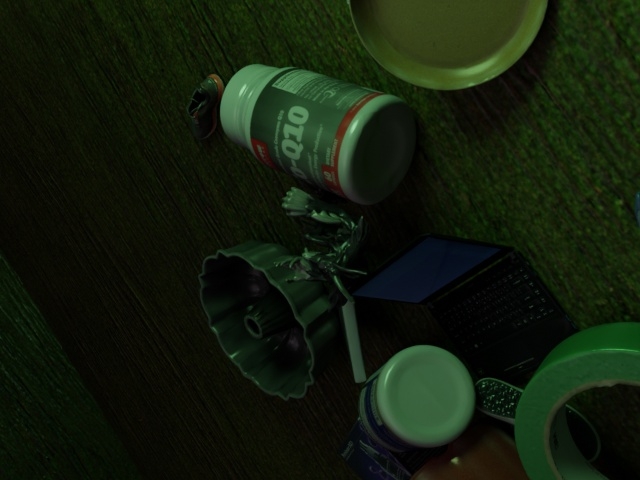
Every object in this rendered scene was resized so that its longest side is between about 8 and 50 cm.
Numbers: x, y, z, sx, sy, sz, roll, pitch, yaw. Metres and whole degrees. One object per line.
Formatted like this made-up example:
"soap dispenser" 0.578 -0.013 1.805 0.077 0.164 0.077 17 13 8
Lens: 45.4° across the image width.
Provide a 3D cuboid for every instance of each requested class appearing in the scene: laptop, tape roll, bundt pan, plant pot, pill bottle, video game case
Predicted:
"laptop" 0.207 0.114 1.131 0.264 0.136 0.234 54 144 5
"tape roll" 0.417 0.265 0.990 0.321 0.077 0.321 17 122 29
"bundt pan" -0.089 0.143 1.506 0.331 0.124 0.331 28 133 34
"plant pot" 0.284 0.437 1.189 0.265 0.272 0.272 49 143 26
"pill bottle" -0.012 -0.170 1.160 0.283 0.161 0.161 25 132 37
"pill bottle" 0.145 0.267 1.253 0.153 0.153 0.265 51 164 10
"video game case" 0.044 0.112 1.324 0.183 0.023 0.201 -104 3 -63
"plant pot" 0.151 -0.297 0.918 0.236 0.032 0.236 8 123 12

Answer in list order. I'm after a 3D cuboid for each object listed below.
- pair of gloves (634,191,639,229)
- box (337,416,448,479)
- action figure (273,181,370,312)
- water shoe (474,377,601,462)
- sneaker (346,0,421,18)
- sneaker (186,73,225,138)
"pair of gloves" 0.452 0.001 0.863 0.198 0.023 0.159 17 129 43
"box" 0.151 0.409 1.430 0.207 0.108 0.153 43 142 20
"action figure" 0.000 0.000 1.170 0.276 0.141 0.164 -98 19 -65
"water shoe" 0.330 0.270 1.172 0.203 0.073 0.080 28 173 21
"sneaker" 0.057 -0.346 1.014 0.228 0.087 0.092 41 133 21
"sneaker" -0.230 -0.247 1.439 0.061 0.065 0.158 46 142 16
